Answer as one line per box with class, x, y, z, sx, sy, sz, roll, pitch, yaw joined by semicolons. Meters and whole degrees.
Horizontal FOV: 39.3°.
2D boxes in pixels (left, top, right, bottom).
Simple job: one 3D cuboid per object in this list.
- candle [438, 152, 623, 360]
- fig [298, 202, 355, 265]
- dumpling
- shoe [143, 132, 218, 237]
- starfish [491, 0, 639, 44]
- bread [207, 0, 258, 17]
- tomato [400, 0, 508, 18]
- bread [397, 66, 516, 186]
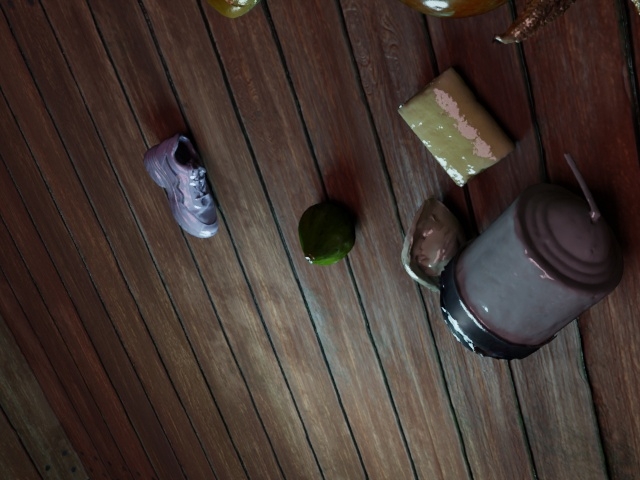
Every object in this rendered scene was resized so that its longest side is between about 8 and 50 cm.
candle;0.354;0.044;1.461;0.221;0.221;0.342;44;140;5
fig;0.000;0.000;1.795;0.123;0.156;0.123;19;131;23
dumpling;0.207;0.017;1.640;0.118;0.136;0.199;8;141;43
shoe;-0.291;-0.126;2.004;0.245;0.095;0.137;58;143;-2
starfish;0.318;-0.353;1.124;0.084;0.293;0.302;29;140;41
bread;-0.187;-0.513;1.585;0.236;0.106;0.140;54;142;-7
tomato;0.190;-0.441;1.213;0.270;0.222;0.270;21;123;36
bread;0.226;-0.189;1.510;0.178;0.060;0.139;50;141;-2
